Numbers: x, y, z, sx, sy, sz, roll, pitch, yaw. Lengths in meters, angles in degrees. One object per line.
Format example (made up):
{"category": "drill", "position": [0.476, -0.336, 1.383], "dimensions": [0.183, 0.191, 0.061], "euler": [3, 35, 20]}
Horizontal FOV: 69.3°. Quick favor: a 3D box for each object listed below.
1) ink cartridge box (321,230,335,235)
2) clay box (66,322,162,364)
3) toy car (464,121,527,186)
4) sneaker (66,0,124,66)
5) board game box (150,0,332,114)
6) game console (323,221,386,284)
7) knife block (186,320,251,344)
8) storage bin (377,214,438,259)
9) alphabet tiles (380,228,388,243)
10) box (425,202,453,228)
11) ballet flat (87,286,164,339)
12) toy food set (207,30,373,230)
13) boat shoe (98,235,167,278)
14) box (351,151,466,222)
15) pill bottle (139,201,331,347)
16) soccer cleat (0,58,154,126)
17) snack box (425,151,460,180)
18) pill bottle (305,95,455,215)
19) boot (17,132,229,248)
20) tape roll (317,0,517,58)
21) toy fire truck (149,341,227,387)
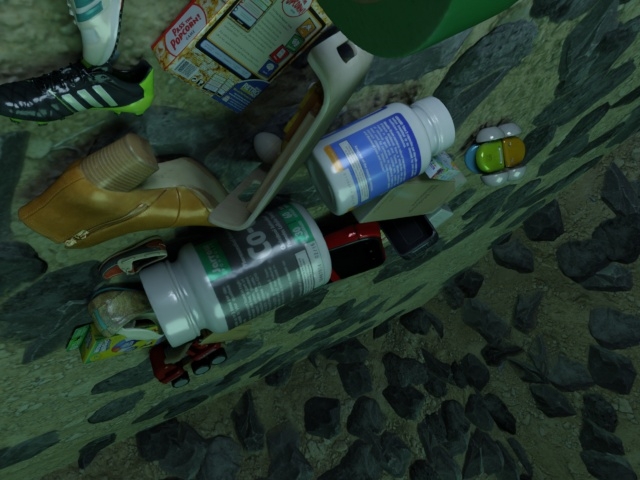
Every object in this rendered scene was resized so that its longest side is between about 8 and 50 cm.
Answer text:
{"category": "ink cartridge box", "position": [0.000, 0.000, 1.311], "dimensions": [0.115, 0.029, 0.062], "euler": [-42, 156, 25]}
{"category": "clay box", "position": [-0.495, 0.238, 1.146], "dimensions": [0.221, 0.053, 0.127], "euler": [-10, 151, -45]}
{"category": "toy car", "position": [0.482, -0.238, 1.301], "dimensions": [0.181, 0.159, 0.136], "euler": [-18, -167, -30]}
{"category": "sneaker", "position": [-0.223, -0.243, 0.434], "dimensions": [0.075, 0.057, 0.161], "euler": [6, 143, -32]}
{"category": "board game box", "position": [-0.087, -0.260, 0.574], "dimensions": [0.193, 0.045, 0.146], "euler": [-38, 158, 18]}
{"category": "game console", "position": [0.023, 0.059, 1.368], "dimensions": [0.341, 0.060, 0.386], "euler": [-18, 162, 6]}
{"category": "knife block", "position": [-0.325, 0.249, 1.356], "dimensions": [0.241, 0.088, 0.276], "euler": [-21, 157, -23]}
{"category": "storage bin", "position": [0.235, -0.049, 1.303], "dimensions": [0.122, 0.180, 0.084], "euler": [-35, 160, 11]}
{"category": "alphabet tiles", "position": [0.118, 0.036, 1.567], "dimensions": [0.284, 0.021, 0.278], "euler": [-31, 159, 1]}
{"category": "box", "position": [0.317, -0.074, 1.484], "dimensions": [0.170, 0.091, 0.130], "euler": [-40, 158, 23]}
{"category": "ballet flat", "position": [-0.369, 0.173, 1.083], "dimensions": [0.123, 0.123, 0.348], "euler": [-39, 158, 21]}
{"category": "toy food set", "position": [-0.049, -0.171, 0.697], "dimensions": [0.306, 0.092, 0.220], "euler": [-50, -174, 37]}
{"category": "boat shoe", "position": [-0.362, 0.041, 0.894], "dimensions": [0.136, 0.043, 0.049], "euler": [-28, 161, -3]}
{"category": "box", "position": [0.203, -0.142, 1.130], "dimensions": [0.310, 0.121, 0.148], "euler": [-10, 150, -43]}
{"category": "pill bottle", "position": [-0.175, 0.071, 0.987], "dimensions": [0.360, 0.204, 0.204], "euler": [-24, 159, -18]}
{"category": "soccer cleat", "position": [-0.272, -0.173, 0.516], "dimensions": [0.178, 0.060, 0.072], "euler": [-21, 150, -42]}
{"category": "snack box", "position": [0.236, -0.197, 1.023], "dimensions": [0.100, 0.141, 0.037], "euler": [-5, 147, -49]}
{"category": "pill bottle", "position": [0.117, -0.172, 0.900], "dimensions": [0.271, 0.152, 0.152], "euler": [-27, 159, -9]}
{"category": "boot", "position": [-0.286, -0.048, 0.737], "dimensions": [0.211, 0.104, 0.295], "euler": [-30, 155, 14]}
{"category": "tape roll", "position": [0.029, -0.284, 0.284], "dimensions": [0.077, 0.321, 0.321], "euler": [-28, 159, -8]}
{"category": "toy fire truck", "position": [-0.420, 0.341, 1.380], "dimensions": [0.216, 0.159, 0.246], "euler": [-31, 148, 3]}
